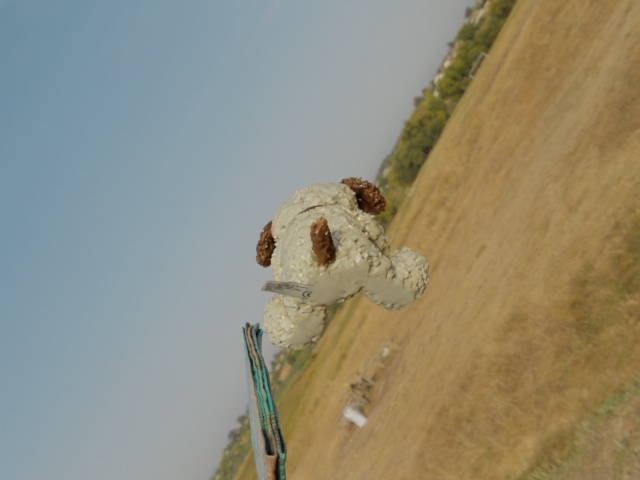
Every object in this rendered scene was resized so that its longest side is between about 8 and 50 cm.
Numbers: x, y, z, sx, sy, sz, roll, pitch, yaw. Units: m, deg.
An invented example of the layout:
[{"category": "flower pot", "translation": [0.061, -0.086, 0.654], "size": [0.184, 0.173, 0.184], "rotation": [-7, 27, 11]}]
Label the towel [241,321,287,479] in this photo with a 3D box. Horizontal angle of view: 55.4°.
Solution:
[{"category": "towel", "translation": [-0.082, 0.327, 0.962], "size": [0.370, 0.040, 0.271], "rotation": [-122, 27, -68]}]

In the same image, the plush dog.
[{"category": "plush dog", "translation": [0.000, 0.000, 0.903], "size": [0.263, 0.210, 0.225], "rotation": [-24, 39, 2]}]
